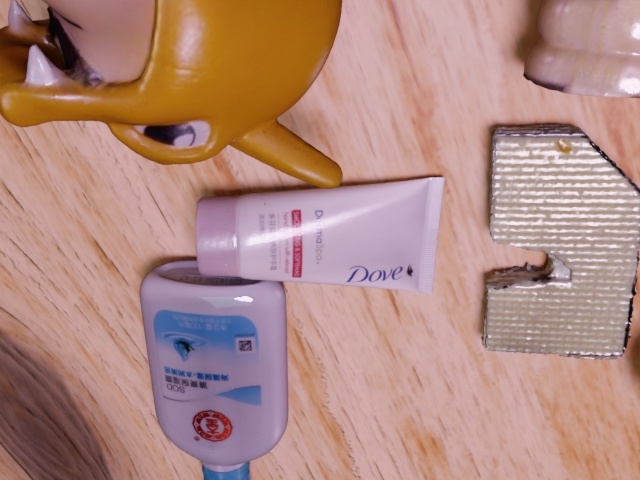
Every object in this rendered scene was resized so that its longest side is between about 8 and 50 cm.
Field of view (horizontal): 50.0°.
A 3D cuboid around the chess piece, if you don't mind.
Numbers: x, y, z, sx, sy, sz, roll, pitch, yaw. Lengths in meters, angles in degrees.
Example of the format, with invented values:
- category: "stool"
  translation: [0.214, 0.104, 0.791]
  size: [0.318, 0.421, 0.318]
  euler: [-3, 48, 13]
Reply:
- category: "chess piece"
  translation: [0.241, -0.241, 0.508]
  size: [0.143, 0.143, 0.260]
  euler: [5, 113, 7]

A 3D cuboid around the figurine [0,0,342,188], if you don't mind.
- category: "figurine"
  translation: [-0.041, -0.240, 0.478]
  size: [0.401, 0.268, 0.387]
  euler: [19, 116, -5]

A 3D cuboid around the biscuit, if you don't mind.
- category: "biscuit"
  translation: [0.234, 0.006, 0.676]
  size: [0.147, 0.046, 0.250]
  euler: [-1, 117, 11]

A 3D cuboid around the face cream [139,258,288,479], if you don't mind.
- category: "face cream"
  translation: [-0.118, 0.184, 0.808]
  size: [0.163, 0.080, 0.336]
  euler: [4, 117, 7]

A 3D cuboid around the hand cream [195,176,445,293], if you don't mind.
- category: "hand cream"
  translation: [0.000, 0.000, 0.704]
  size: [0.248, 0.083, 0.133]
  euler: [-1, 119, 0]
